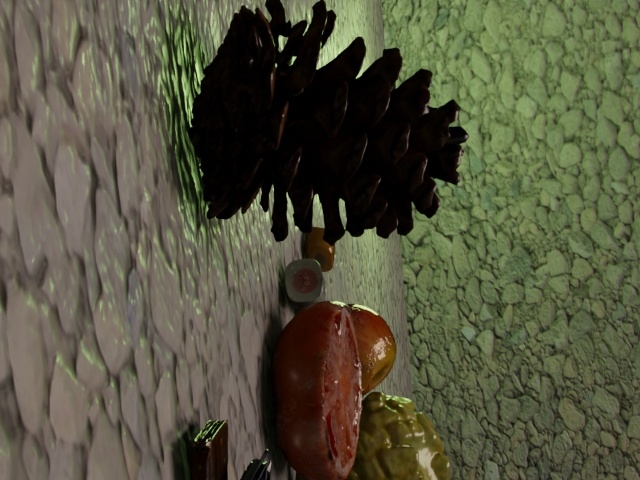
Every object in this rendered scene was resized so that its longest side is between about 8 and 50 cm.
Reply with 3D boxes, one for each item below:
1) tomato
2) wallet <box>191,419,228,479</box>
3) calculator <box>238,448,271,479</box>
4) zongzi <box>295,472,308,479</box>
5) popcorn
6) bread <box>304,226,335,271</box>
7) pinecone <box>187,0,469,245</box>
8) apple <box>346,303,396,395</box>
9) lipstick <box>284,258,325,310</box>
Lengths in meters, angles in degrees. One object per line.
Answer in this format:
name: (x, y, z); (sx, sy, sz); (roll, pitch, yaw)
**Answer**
tomato: (-0.010, 0.198, 1.267); (0.237, 0.095, 0.236); (-1, 90, -77)
wallet: (-0.102, 0.258, 0.879); (0.095, 0.026, 0.176); (-33, 123, -81)
calculator: (-0.076, 0.347, 0.890); (0.166, 0.028, 0.274); (-43, 138, -74)
zongzi: (0.004, 0.410, 1.357); (0.205, 0.094, 0.204); (86, -19, -68)
popcorn: (0.075, 0.341, 1.432); (0.181, 0.217, 0.235); (-121, -134, -55)
bread: (0.000, -0.001, 1.537); (0.062, 0.049, 0.103); (88, 4, -46)
pinecone: (0.012, -0.111, 0.973); (0.246, 0.292, 0.246); (-166, -90, -72)
apple: (0.049, 0.171, 1.459); (0.146, 0.147, 0.146); (-4, 90, -81)
lipstick: (-0.017, 0.087, 1.402); (0.186, 0.057, 0.063); (77, 7, -69)
